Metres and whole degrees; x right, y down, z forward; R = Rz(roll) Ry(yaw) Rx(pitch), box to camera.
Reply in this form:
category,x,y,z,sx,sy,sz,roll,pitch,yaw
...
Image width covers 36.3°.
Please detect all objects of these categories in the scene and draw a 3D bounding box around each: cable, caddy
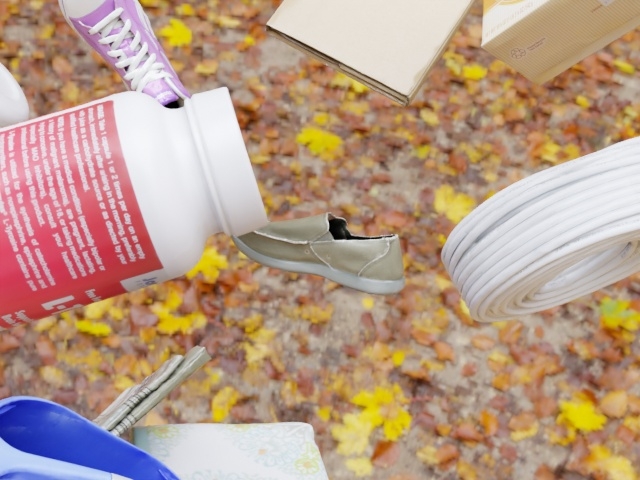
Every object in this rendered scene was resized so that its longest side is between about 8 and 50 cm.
category,x,y,z,sx,sy,sz,roll,pitch,yaw
cable,0.247,-0.003,0.948,0.257,0.257,0.089,-14,70,-20
caddy,-0.226,0.294,0.951,0.341,0.179,0.241,40,18,-35

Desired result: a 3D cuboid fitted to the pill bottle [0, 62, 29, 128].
category,x,y,z,sx,sy,sz,roll,pitch,yaw
pill bottle,-0.655,-0.174,1.620,0.323,0.181,0.182,-37,51,9

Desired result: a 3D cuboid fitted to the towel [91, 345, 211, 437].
category,x,y,z,sx,sy,sz,roll,pitch,yaw
towel,-0.330,0.284,1.496,0.324,0.312,0.056,-39,89,-29

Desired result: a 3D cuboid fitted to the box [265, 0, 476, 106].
category,x,y,z,sx,sy,sz,roll,pitch,yaw
box,0.066,-0.249,0.985,0.164,0.021,0.201,29,70,12

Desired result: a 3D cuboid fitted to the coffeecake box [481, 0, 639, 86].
category,x,y,z,sx,sy,sz,roll,pitch,yaw
coffeecake box,0.198,-0.234,0.743,0.068,0.142,0.186,27,53,-28

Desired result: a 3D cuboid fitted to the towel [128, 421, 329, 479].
category,x,y,z,sx,sy,sz,roll,pitch,yaw
towel,-0.139,0.418,1.539,0.320,0.090,0.374,4,26,-15

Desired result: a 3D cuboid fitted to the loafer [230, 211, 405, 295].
category,x,y,z,sx,sy,sz,roll,pitch,yaw
loafer,0.000,0.000,1.303,0.251,0.088,0.094,15,15,16

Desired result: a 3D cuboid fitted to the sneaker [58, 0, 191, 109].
category,x,y,z,sx,sy,sz,roll,pitch,yaw
sneaker,-0.272,-0.275,1.457,0.102,0.282,0.161,-38,47,0

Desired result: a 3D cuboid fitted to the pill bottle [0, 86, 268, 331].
category,x,y,z,sx,sy,sz,roll,pitch,yaw
pill bottle,-0.279,-0.041,1.149,0.407,0.229,0.229,-17,48,-2
